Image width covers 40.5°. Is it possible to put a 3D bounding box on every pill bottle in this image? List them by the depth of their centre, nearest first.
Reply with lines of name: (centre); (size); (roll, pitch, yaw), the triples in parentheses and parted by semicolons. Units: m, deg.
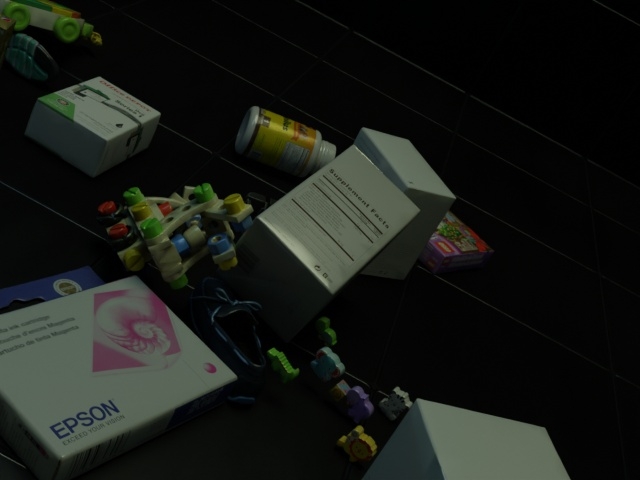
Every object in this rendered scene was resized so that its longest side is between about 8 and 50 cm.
pill bottle: (-0.078, -0.218, 1.980); (0.215, 0.117, 0.117); (20, 29, -17)

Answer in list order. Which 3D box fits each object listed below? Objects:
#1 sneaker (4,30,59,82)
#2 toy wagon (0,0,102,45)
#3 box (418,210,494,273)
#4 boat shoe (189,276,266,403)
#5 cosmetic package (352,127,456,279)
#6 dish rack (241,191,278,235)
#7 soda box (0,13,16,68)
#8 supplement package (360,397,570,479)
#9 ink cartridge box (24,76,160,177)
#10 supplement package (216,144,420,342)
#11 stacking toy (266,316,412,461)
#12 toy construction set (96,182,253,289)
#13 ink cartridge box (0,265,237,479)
sneaker: (-0.632, -0.410, 1.839); (0.224, 0.083, 0.098); (32, 23, 7)
toy wagon: (-0.638, -0.506, 1.927); (0.267, 0.068, 0.345); (30, 17, 39)
box: (0.244, -0.041, 2.041); (0.201, 0.057, 0.293); (-6, 43, -46)
boat shoe: (-0.128, 0.139, 1.358); (0.109, 0.089, 0.258); (6, 35, -36)
cosmetic package: (0.132, -0.077, 1.819); (0.138, 0.224, 0.224); (8, 34, -33)
dish rack: (-0.066, 0.018, 1.647); (0.208, 0.074, 0.271); (19, 30, -15)
soda box: (-0.622, -0.332, 1.600); (0.058, 0.181, 0.061); (23, 27, -12)
supplement package: (0.161, 0.367, 1.049); (0.198, 0.262, 0.199); (17, 30, -22)
ink cartridge box: (-0.437, -0.226, 1.689); (0.160, 0.092, 0.219); (31, 28, 4)
supplement package: (0.000, 0.000, 1.486); (0.175, 0.177, 0.293); (45, 45, 5)
stacking toy: (0.035, 0.224, 1.360); (0.221, 0.052, 0.167); (48, 30, 8)
toy construction set: (-0.238, -0.028, 1.410); (0.151, 0.215, 0.328); (65, -10, -16)
ink cartridge box: (-0.332, 0.146, 1.184); (0.330, 0.071, 0.324); (41, 30, 20)
